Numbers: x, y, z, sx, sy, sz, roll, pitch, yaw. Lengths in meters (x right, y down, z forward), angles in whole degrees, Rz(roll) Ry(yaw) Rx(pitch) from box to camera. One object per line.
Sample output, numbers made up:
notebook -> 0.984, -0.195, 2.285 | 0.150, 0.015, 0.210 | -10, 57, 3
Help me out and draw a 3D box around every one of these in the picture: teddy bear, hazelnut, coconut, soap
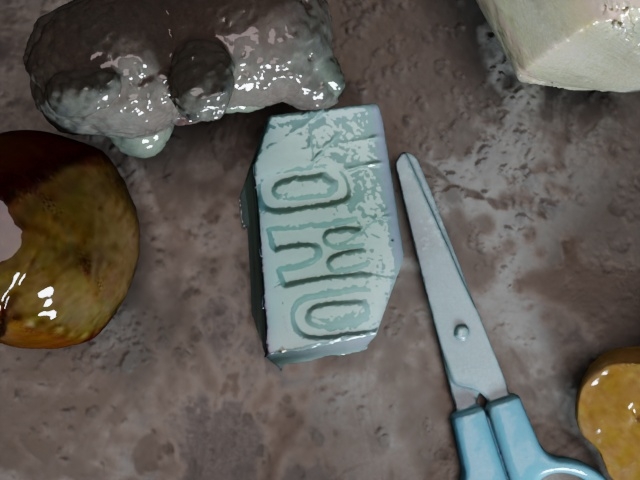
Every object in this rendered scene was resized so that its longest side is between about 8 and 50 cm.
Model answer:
teddy bear -> -0.118, -0.160, 0.943 | 0.267, 0.236, 0.151 | -23, 116, -8
hazelnut -> -0.267, 0.002, 0.955 | 0.208, 0.208, 0.208 | 0, 86, -5
coconut -> 0.255, -0.248, 0.985 | 0.239, 0.239, 0.244 | -32, 87, -6
soap -> 0.000, 0.000, 1.010 | 0.145, 0.091, 0.230 | -8, 85, -5

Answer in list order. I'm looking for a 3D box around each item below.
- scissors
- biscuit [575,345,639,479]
scissors -> 0.147, 0.127, 1.040 | 0.193, 0.029, 0.447 | -17, 88, -4
biscuit -> 0.420, 0.180, 0.982 | 0.351, 0.057, 0.312 | 34, 113, 7
